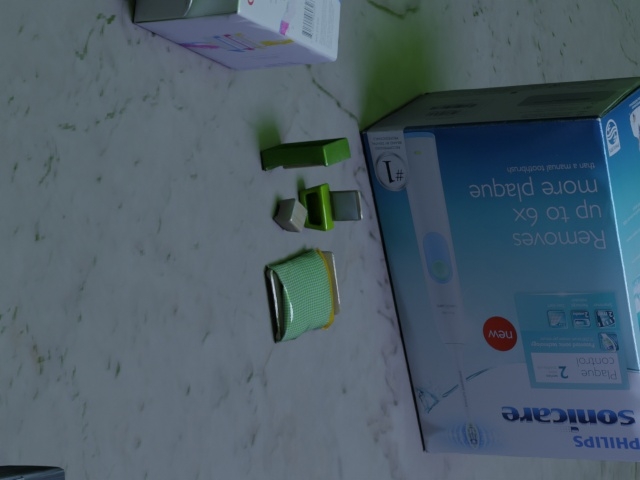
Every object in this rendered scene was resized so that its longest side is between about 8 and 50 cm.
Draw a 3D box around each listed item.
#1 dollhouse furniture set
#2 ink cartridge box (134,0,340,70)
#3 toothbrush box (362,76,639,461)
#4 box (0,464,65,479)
[{"bbox_3d":[0.000,0.000,1.402,0.076,0.059,0.151,-22,107,-56],"label":"dollhouse furniture set"},{"bbox_3d":[-0.059,-0.182,1.285,0.143,0.090,0.092,20,72,-55],"label":"ink cartridge box"},{"bbox_3d":[0.179,0.025,1.544,0.126,0.216,0.295,-36,120,-53],"label":"toothbrush box"},{"bbox_3d":[-0.216,0.253,1.043,0.183,0.056,0.231,-3,91,-58],"label":"box"}]
